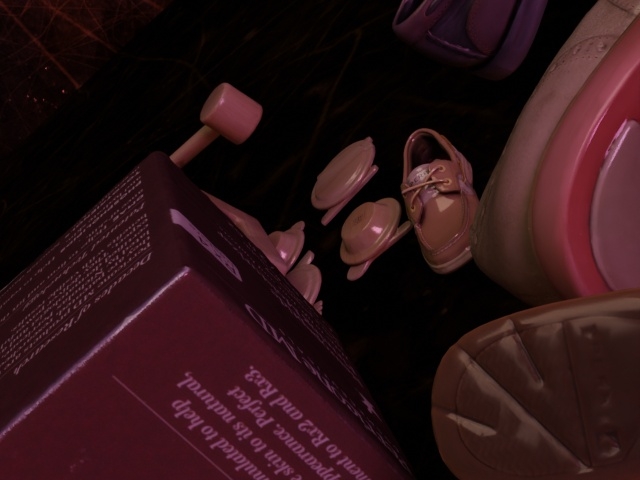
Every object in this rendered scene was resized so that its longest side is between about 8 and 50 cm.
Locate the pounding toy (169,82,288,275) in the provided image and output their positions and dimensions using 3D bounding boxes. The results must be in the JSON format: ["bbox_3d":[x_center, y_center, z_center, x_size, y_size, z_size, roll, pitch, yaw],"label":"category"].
[{"bbox_3d":[-0.080,-0.002,0.706,0.206,0.094,0.181,-59,19,7],"label":"pounding toy"}]

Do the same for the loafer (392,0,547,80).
[{"bbox_3d":[0.131,-0.270,0.696,0.109,0.095,0.302,-145,68,-72],"label":"loafer"}]

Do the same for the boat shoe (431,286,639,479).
[{"bbox_3d":[0.148,0.043,0.308,0.224,0.073,0.080,-13,74,27],"label":"boat shoe"}]

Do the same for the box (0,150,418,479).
[{"bbox_3d":[-0.080,0.087,0.492,0.167,0.168,0.203,-41,22,3],"label":"box"}]

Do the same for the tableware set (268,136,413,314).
[{"bbox_3d":[0.000,0.000,0.709,0.141,0.020,0.168,-44,26,14],"label":"tableware set"}]

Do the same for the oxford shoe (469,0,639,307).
[{"bbox_3d":[0.204,-0.129,0.451,0.397,0.140,0.146,-45,15,-11],"label":"oxford shoe"}]

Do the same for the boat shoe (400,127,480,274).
[{"bbox_3d":[0.070,-0.027,0.609,0.050,0.045,0.135,-37,23,17],"label":"boat shoe"}]
